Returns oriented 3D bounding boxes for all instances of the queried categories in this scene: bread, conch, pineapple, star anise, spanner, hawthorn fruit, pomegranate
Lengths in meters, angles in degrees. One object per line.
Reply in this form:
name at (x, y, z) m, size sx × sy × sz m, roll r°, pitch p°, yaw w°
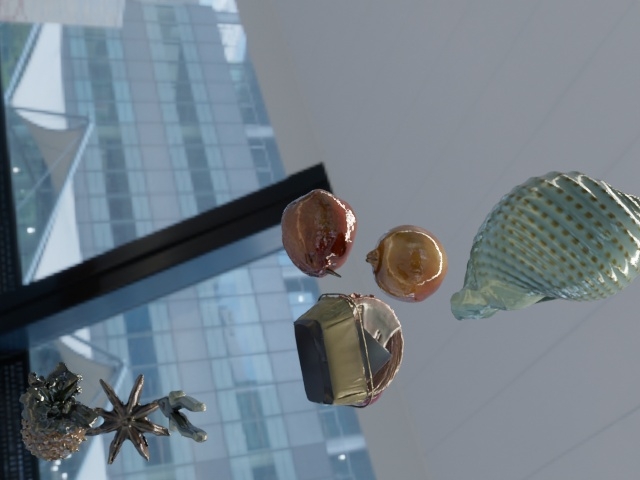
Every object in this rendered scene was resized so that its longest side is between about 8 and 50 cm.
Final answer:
bread at (0.062, 0.207, 1.546) m, size 0.142 × 0.212 × 0.224 m, roll -4°, pitch -83°, yaw 52°
conch at (0.365, 0.008, 1.311) m, size 0.303 × 0.319 × 0.215 m, roll 29°, pitch 52°, yaw -68°
pineapple at (-0.560, 0.365, 1.725) m, size 0.310 × 0.170 × 0.141 m, roll 115°, pitch -3°, yaw -51°
star anise at (-0.591, 0.542, 2.439) m, size 0.088 × 0.288 × 0.288 m, roll 149°, pitch -65°, yaw -72°
spanner at (-0.322, 0.398, 1.855) m, size 0.325 × 0.040 × 0.096 m, roll -5°, pitch -95°, yaw 64°
hawthorn fruit at (0.000, 0.000, 2.166) m, size 0.210 × 0.210 × 0.262 m, roll 114°, pitch -27°, yaw -48°
pomegranate at (0.225, 0.063, 2.063) m, size 0.209 × 0.209 × 0.209 m, roll 177°, pitch -90°, yaw -67°

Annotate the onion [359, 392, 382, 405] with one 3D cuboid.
onion at (0.139, 0.406, 2.370) m, size 0.140 × 0.150 × 0.150 m, roll -34°, pitch -119°, yaw 54°
